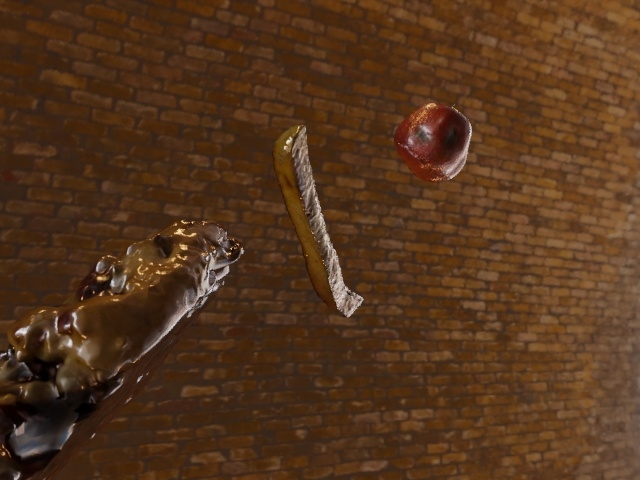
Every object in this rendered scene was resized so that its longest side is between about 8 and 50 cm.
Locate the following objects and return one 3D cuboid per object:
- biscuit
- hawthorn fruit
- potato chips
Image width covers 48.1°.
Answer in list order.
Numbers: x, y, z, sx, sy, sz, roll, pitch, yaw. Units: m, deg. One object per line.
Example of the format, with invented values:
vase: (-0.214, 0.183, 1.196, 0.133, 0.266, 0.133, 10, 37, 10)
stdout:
biscuit: (-0.190, 0.110, 0.538, 0.081, 0.334, 0.289, 42, -150, 1)
hawthorn fruit: (0.129, -0.113, 0.805, 0.093, 0.093, 0.093, 11, -109, -35)
potato chips: (0.000, 0.000, 0.488, 0.037, 0.026, 0.204, -58, -30, -25)
